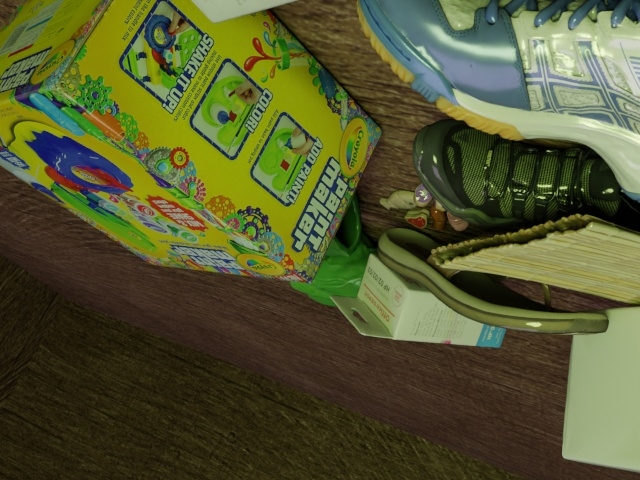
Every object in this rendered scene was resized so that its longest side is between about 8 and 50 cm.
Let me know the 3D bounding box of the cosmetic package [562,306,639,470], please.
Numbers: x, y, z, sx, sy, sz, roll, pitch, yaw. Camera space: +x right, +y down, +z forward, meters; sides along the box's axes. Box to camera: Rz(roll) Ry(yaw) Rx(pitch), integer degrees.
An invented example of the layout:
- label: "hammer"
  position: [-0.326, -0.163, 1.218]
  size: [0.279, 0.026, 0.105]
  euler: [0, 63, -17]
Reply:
- label: "cosmetic package"
  position: [0.414, 0.138, 0.592]
  size: [0.217, 0.156, 0.385]
  euler: [15, 165, -23]

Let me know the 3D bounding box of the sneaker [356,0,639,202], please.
- label: "sneaker"
  position: [0.170, -0.118, 0.429]
  size: [0.296, 0.112, 0.131]
  euler: [24, 143, -1]

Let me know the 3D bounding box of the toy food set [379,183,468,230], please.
- label: "toy food set"
  position: [0.121, -0.031, 0.792]
  size: [0.077, 0.019, 0.122]
  euler: [32, 160, -17]

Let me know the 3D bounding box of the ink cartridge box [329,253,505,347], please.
- label: "ink cartridge box"
  position: [0.114, 0.066, 0.832]
  size: [0.181, 0.062, 0.104]
  euler: [7, -162, -25]

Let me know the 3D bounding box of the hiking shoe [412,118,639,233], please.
- label: "hiking shoe"
  position: [0.187, -0.051, 0.589]
  size: [0.226, 0.086, 0.114]
  euler: [21, 156, -16]

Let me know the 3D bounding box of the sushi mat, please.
- label: "sushi mat"
  position: [0.260, 0.029, 0.598]
  size: [0.316, 0.019, 0.151]
  euler: [13, 162, -31]

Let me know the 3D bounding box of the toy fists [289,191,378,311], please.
- label: "toy fists"
  position: [0.000, 0.000, 0.915]
  size: [0.142, 0.096, 0.279]
  euler: [2, 149, 31]

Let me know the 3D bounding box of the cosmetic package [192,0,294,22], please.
- label: "cosmetic package"
  position: [-0.014, -0.209, 0.414]
  size: [0.231, 0.086, 0.117]
  euler: [3, 151, 44]

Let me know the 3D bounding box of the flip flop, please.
- label: "flip flop"
  position: [0.165, 0.027, 0.747]
  size: [0.112, 0.080, 0.277]
  euler: [8, -165, -36]

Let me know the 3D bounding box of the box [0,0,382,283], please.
- label: "box"
  position: [-0.152, -0.110, 0.697]
  size: [0.289, 0.177, 0.279]
  euler: [2, 151, 48]
